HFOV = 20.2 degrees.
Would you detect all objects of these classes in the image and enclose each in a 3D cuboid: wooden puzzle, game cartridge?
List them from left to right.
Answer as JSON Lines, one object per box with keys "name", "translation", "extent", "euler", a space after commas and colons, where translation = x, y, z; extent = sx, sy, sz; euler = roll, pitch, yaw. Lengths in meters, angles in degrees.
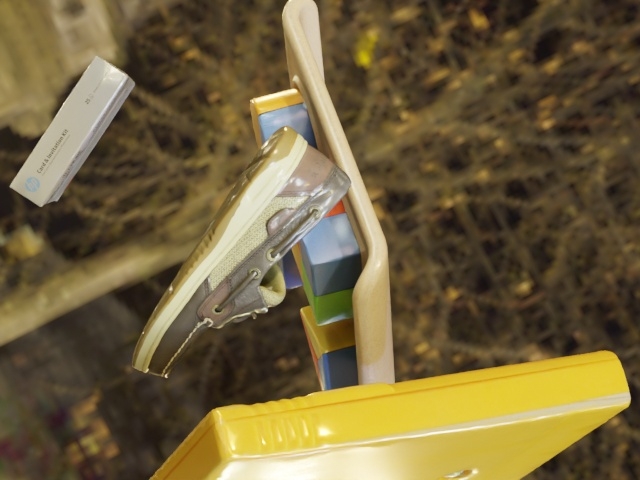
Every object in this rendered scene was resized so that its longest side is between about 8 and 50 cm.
{"name": "wooden puzzle", "translation": [0.000, 0.000, 1.678], "extent": [0.322, 0.080, 0.348], "euler": [83, -6, -52]}
{"name": "game cartridge", "translation": [0.030, 0.167, 1.362], "extent": [0.285, 0.324, 0.052], "euler": [131, -49, -57]}

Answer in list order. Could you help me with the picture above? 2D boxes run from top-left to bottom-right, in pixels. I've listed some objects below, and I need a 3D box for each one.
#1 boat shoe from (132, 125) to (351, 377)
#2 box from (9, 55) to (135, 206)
{"name": "boat shoe", "translation": [-0.057, 0.023, 1.271], "extent": [0.073, 0.223, 0.080], "euler": [33, 26, -4]}
{"name": "box", "translation": [-0.232, -0.103, 1.709], "extent": [0.038, 0.145, 0.186], "euler": [34, 1, -4]}
